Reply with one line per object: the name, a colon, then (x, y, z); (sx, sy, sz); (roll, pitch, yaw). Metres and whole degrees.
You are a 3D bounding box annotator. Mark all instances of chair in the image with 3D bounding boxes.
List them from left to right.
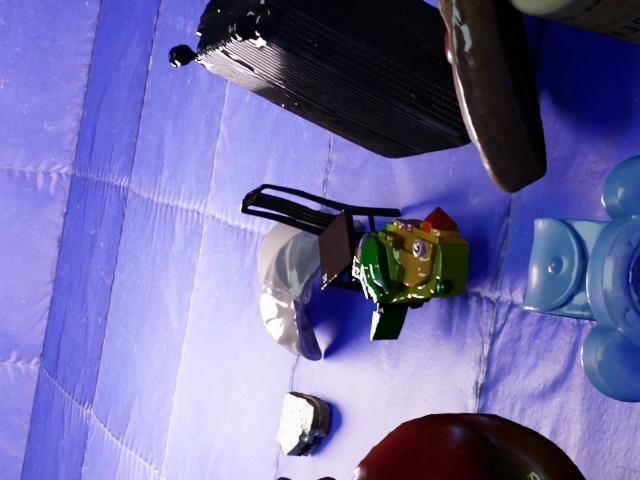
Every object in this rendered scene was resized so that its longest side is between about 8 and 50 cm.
chair: (0.000, 0.000, 1.688); (0.084, 0.213, 0.101); (-48, 41, 49)

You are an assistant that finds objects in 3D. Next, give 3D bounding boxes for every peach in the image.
peach: (0.133, 0.333, 1.268); (0.281, 0.281, 0.338); (-108, 31, -43)

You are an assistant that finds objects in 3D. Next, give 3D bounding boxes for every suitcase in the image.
suitcase: (0.021, -0.224, 1.570); (0.230, 0.335, 0.152); (-2, 65, 65)

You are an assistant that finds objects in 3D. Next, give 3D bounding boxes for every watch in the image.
watch: (0.284, 0.036, 1.156); (0.193, 0.211, 0.210); (177, 101, -79)

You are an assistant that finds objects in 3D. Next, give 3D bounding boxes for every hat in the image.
hat: (-0.050, 0.044, 1.874); (0.226, 0.164, 0.219); (28, 107, 41)

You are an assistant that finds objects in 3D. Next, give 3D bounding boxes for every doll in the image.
doll: (0.112, 0.037, 1.569); (0.186, 0.106, 0.134); (-31, 60, 58)

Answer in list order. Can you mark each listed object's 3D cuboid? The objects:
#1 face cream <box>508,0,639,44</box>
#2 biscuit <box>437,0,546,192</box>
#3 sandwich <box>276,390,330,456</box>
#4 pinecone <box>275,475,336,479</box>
face cream: (0.292, -0.299, 1.217); (0.218, 0.179, 0.218); (-31, 55, 58)
biscuit: (0.160, -0.254, 1.361); (0.070, 0.350, 0.394); (-13, 51, 15)
sandwich: (-0.023, 0.265, 1.857); (0.105, 0.036, 0.093); (-4, 78, 63)
pinecone: (-0.007, 0.418, 1.558); (0.257, 0.244, 0.243); (52, 128, 51)
